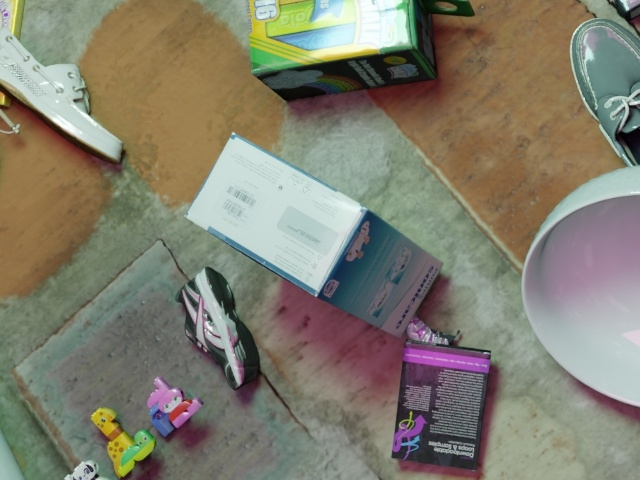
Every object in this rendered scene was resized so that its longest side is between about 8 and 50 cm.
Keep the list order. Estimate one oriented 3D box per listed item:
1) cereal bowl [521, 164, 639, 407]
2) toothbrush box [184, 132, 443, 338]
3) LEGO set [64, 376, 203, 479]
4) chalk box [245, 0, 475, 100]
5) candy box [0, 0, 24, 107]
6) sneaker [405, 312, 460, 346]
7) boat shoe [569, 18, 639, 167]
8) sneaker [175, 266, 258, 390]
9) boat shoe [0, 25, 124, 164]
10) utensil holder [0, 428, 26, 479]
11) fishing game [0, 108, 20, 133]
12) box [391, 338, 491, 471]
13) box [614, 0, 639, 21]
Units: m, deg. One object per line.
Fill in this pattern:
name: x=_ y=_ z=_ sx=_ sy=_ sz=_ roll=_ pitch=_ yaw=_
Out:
cereal bowl: x=0.427 y=0.043 z=1.614 sx=0.339 sy=0.141 sz=0.339 roll=14 pitch=130 yaw=18
toothbrush box: x=0.000 y=0.000 z=1.682 sx=0.216 sy=0.295 sz=0.126 roll=30 pitch=91 yaw=26
LEGO set: x=-0.272 y=0.263 z=1.847 sx=0.227 sy=0.087 sz=0.093 roll=-43 pitch=91 yaw=7
chalk box: x=0.059 y=-0.310 z=1.780 sx=0.289 sy=0.180 sz=0.179 roll=-8 pitch=82 yaw=13
candy box: x=-0.510 y=-0.308 z=2.007 sx=0.105 sy=0.027 sz=0.205 roll=5 pitch=85 yaw=12
sneaker: x=0.154 y=0.126 z=1.780 sx=0.069 sy=0.038 sz=0.098 roll=-19 pitch=89 yaw=11
boat shoe: x=0.421 y=-0.158 z=1.707 sx=0.116 sy=0.099 sz=0.319 roll=-27 pitch=78 yaw=10
sneaker: x=-0.148 y=0.131 z=1.850 sx=0.077 sy=0.072 sz=0.178 roll=-29 pitch=69 yaw=22
boat shoe: x=-0.385 y=-0.219 z=1.927 sx=0.277 sy=0.098 sz=0.096 roll=37 pitch=80 yaw=7
utensil holder: x=-0.614 y=0.270 z=1.821 sx=0.328 sy=0.327 sz=0.385 roll=-34 pitch=79 yaw=9
fishing game: x=-0.563 y=-0.119 z=1.993 sx=0.189 sy=0.041 sz=0.264 roll=47 pitch=107 yaw=13
box: x=0.160 y=0.219 z=1.752 sx=0.116 sy=0.029 sz=0.162 roll=8 pitch=95 yaw=9
box: x=0.465 y=-0.427 z=1.746 sx=0.233 sy=0.059 sz=0.183 roll=-29 pitch=78 yaw=11
